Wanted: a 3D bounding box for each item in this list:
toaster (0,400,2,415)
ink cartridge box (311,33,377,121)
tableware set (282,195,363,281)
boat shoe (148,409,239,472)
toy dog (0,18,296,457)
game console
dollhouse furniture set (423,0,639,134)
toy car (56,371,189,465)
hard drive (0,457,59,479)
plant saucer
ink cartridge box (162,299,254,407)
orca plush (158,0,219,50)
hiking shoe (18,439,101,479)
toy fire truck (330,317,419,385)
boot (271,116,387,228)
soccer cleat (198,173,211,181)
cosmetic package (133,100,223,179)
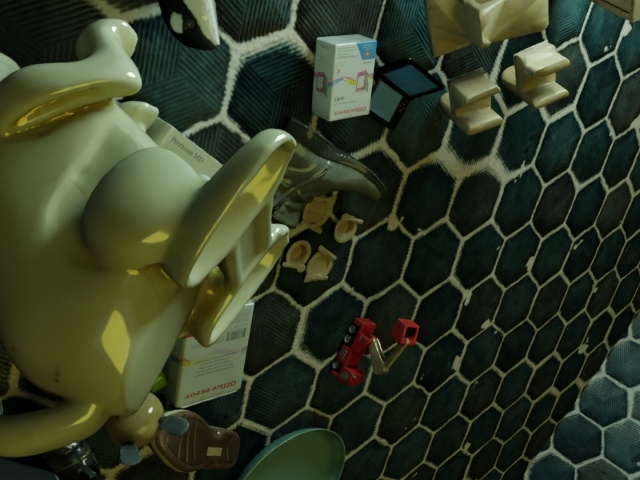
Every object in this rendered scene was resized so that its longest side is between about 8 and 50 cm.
[{"bbox_3d":[-0.470,0.139,0.771,0.129,0.146,0.227,-28,132,-28],"label":"toaster"},{"bbox_3d":[0.037,-0.258,1.060,0.088,0.052,0.123,-18,127,-35],"label":"ink cartridge box"},{"bbox_3d":[0.000,0.000,1.209,0.141,0.020,0.169,21,99,-47],"label":"tableware set"},{"bbox_3d":[-0.235,0.346,1.135,0.257,0.095,0.095,54,43,-56],"label":"boat shoe"},{"bbox_3d":[-0.278,-0.032,0.675,0.395,0.407,0.284,-55,169,-13],"label":"toy dog"},{"bbox_3d":[0.135,-0.248,1.141,0.122,0.071,0.107,22,99,-47],"label":"game console"},{"bbox_3d":[0.353,-0.452,1.161,0.394,0.256,0.362,-21,130,-5],"label":"dollhouse furniture set"},{"bbox_3d":[-0.282,0.245,0.977,0.155,0.188,0.149,-30,132,-26],"label":"toy car"},{"bbox_3d":[-0.480,0.340,0.867,0.254,0.054,0.172,-24,141,19],"label":"hard drive"},{"bbox_3d":[-0.080,0.533,1.448,0.317,0.043,0.318,-22,127,-32],"label":"plant saucer"},{"bbox_3d":[-0.191,0.173,1.101,0.127,0.072,0.175,-8,120,-39],"label":"ink cartridge box"},{"bbox_3d":[-0.189,-0.361,0.758,0.102,0.151,0.287,-8,129,-3],"label":"orca plush"},{"bbox_3d":[-0.373,0.340,0.962,0.086,0.114,0.227,-29,162,-35],"label":"hiking shoe"},{"bbox_3d":[0.108,0.227,1.361,0.047,0.135,0.192,13,105,-46],"label":"toy fire truck"},{"bbox_3d":[-0.011,-0.087,1.114,0.246,0.083,0.161,28,100,-41],"label":"boot"},{"bbox_3d":[-0.154,0.006,0.876,0.076,0.068,0.196,-24,133,-28],"label":"soccer cleat"},{"bbox_3d":[-0.263,-0.008,0.898,0.310,0.113,0.160,-55,138,0],"label":"cosmetic package"}]
